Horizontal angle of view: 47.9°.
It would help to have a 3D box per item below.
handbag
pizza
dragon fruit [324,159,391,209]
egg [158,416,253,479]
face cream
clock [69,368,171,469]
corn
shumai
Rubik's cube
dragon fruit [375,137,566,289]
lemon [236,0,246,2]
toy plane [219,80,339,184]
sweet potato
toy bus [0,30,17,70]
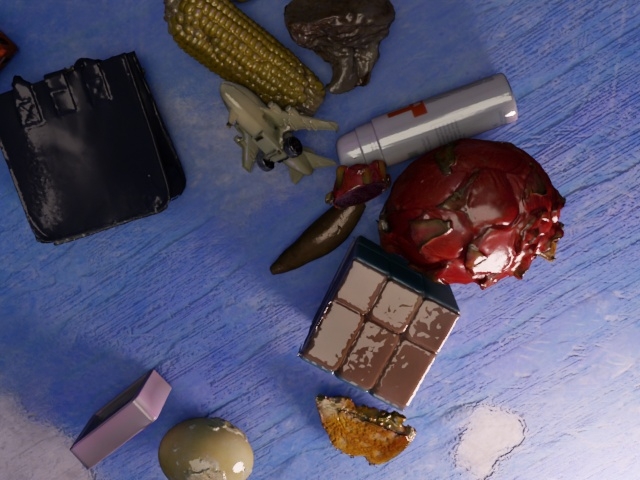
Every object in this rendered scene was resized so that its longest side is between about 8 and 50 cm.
[{"bbox_3d":[-0.452,-0.186,1.407,0.303,0.122,0.329,-16,102,9],"label":"handbag"},{"bbox_3d":[0.086,0.396,1.535,0.226,0.069,0.147,19,125,3],"label":"pizza"},{"bbox_3d":[0.067,-0.109,1.351,0.126,0.112,0.068,-23,74,9],"label":"dragon fruit"},{"bbox_3d":[-0.241,0.456,1.521,0.201,0.164,0.164,10,103,-3],"label":"egg"},{"bbox_3d":[0.192,-0.214,1.369,0.345,0.102,0.102,-18,101,7],"label":"face cream"},{"bbox_3d":[-0.417,0.372,1.516,0.197,0.150,0.063,-38,101,11],"label":"clock"},{"bbox_3d":[-0.143,-0.350,1.344,0.347,0.130,0.130,34,103,-10],"label":"corn"},{"bbox_3d":[0.035,-0.366,1.334,0.205,0.166,0.176,1,125,5],"label":"shumai"},{"bbox_3d":[0.112,0.151,1.392,0.224,0.231,0.221,28,102,-1],"label":"Rubik's cube"},{"bbox_3d":[0.274,-0.051,1.319,0.342,0.277,0.278,12,103,10],"label":"dragon fruit"},{"bbox_3d":[-0.147,-0.480,1.350,0.092,0.065,0.065,-33,99,8],"label":"lemon"},{"bbox_3d":[-0.093,-0.199,1.343,0.242,0.104,0.256,-20,140,40],"label":"toy plane"},{"bbox_3d":[0.000,0.000,1.445,0.077,0.077,0.243,44,103,-6],"label":"sweet potato"},{"bbox_3d":[-0.746,-0.293,1.387,0.143,0.153,0.329,43,100,-8],"label":"toy bus"}]
